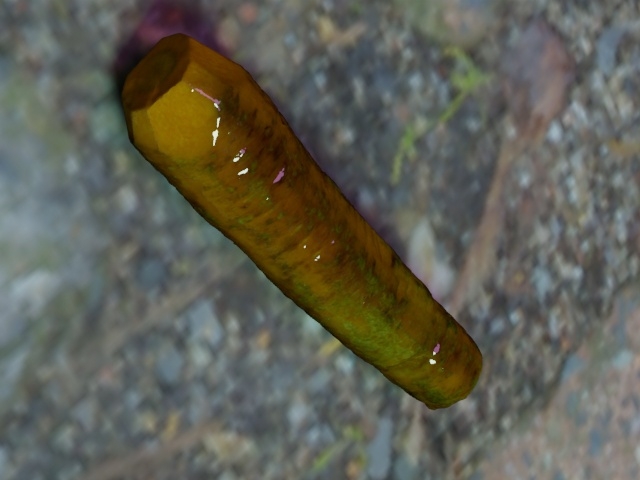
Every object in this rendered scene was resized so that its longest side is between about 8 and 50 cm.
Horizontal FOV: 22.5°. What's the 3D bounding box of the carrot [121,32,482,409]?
[{"bbox_3d":[0.000,0.000,0.516,0.171,0.042,0.042,45,69,-35],"label":"carrot"}]
